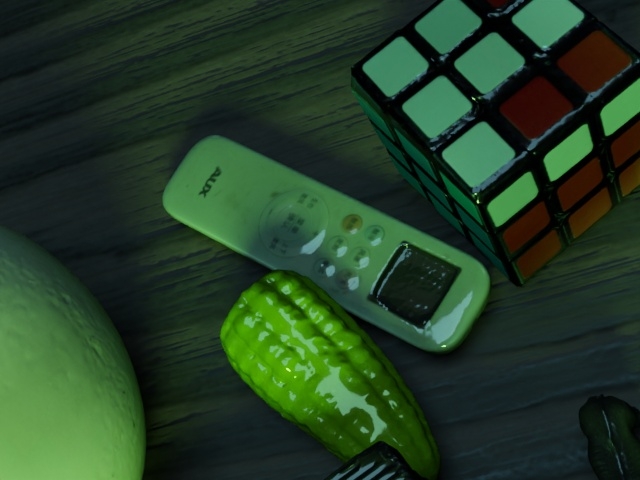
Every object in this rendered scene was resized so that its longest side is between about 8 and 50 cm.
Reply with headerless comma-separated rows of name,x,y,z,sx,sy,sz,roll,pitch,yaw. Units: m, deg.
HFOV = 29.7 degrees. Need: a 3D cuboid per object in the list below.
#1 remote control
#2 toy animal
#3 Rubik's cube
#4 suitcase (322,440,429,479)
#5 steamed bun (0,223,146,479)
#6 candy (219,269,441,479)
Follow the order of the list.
remote control,-0.001,0.001,1.002,0.309,0.038,0.090,28,78,29
toy animal,0.211,0.170,0.825,0.047,0.065,0.135,-16,73,14
Rubik's cube,0.144,-0.091,0.920,0.163,0.160,0.162,-39,59,0
suitcase,-0.018,0.315,0.764,0.335,0.152,0.229,-37,45,1
steamed bun,-0.269,0.125,0.877,0.206,0.324,0.324,-35,54,34
candy,0.013,0.111,0.915,0.097,0.097,0.209,-45,64,-5
